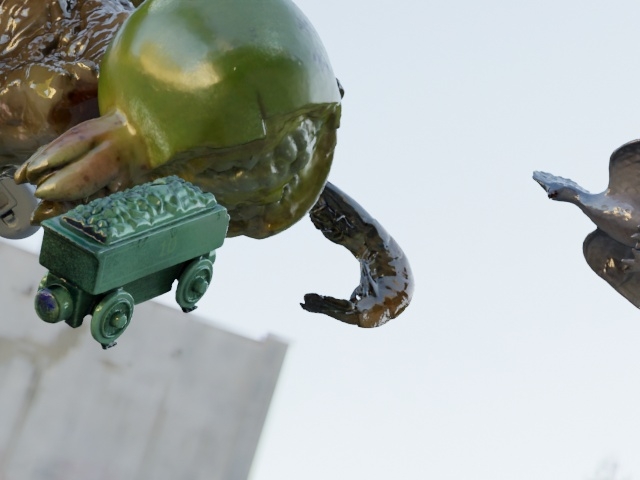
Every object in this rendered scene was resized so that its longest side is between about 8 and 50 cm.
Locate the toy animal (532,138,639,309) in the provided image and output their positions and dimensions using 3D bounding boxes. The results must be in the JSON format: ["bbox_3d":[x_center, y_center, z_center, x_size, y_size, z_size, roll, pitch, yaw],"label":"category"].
[{"bbox_3d":[0.391,-0.035,2.216,0.255,0.176,0.239,11,-58,-12],"label":"toy animal"}]

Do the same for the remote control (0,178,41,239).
[{"bbox_3d":[-0.428,-0.101,2.214,0.087,0.047,0.244,-29,-73,28],"label":"remote control"}]

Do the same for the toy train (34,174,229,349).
[{"bbox_3d":[-0.130,0.009,1.260,0.070,0.099,0.172,27,28,27],"label":"toy train"}]

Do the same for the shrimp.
[{"bbox_3d":[0.000,0.000,2.163,0.262,0.198,0.051,47,-53,2],"label":"shrimp"}]

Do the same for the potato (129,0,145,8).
[{"bbox_3d":[-0.202,-0.149,2.058,0.255,0.269,0.112,33,5,10],"label":"potato"}]

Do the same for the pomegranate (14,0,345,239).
[{"bbox_3d":[-0.123,-0.098,1.550,0.236,0.302,0.236,50,-26,35],"label":"pomegranate"}]

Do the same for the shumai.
[{"bbox_3d":[-0.259,-0.128,1.785,0.283,0.346,0.217,24,-50,34],"label":"shumai"}]
